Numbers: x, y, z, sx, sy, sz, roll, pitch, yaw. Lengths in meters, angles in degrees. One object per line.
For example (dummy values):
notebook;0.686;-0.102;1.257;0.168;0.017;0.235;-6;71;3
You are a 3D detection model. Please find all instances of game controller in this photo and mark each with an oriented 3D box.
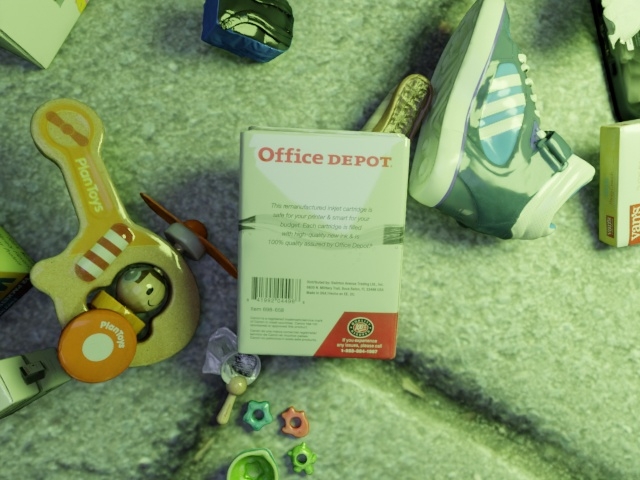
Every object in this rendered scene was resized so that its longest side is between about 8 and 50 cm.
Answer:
game controller;0.513;-0.317;0.713;0.167;0.067;0.319;-10;84;12

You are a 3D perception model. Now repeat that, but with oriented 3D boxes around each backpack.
backpack;-0.104;-0.313;0.671;0.120;0.101;0.098;6;88;-33

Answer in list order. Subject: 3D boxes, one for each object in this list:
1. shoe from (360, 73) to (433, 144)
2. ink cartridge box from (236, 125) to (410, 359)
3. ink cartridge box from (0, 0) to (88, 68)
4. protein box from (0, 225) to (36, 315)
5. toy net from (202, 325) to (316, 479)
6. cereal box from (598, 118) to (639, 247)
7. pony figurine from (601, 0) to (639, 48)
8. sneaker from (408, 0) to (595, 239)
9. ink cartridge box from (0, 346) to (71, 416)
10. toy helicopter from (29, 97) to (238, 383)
shoe;0.089;-0.136;0.682;0.077;0.058;0.219;32;90;-16
ink cartridge box;0.000;0.000;0.602;0.197;0.114;0.272;3;100;-1
ink cartridge box;-0.430;-0.422;0.622;0.198;0.197;0.270;28;84;1
protein box;-0.506;0.015;0.574;0.136;0.201;0.200;-45;87;-5
toy net;-0.090;0.226;0.642;0.122;0.045;0.232;-18;85;-3
cereal box;0.518;-0.095;0.663;0.240;0.047;0.173;-12;107;-3
pony figurine;0.427;-0.481;0.600;0.351;0.303;0.363;-37;55;-8
sneaker;0.273;-0.159;0.661;0.236;0.130;0.322;19;79;-9
ink cartridge box;-0.402;0.190;0.592;0.099;0.135;0.056;-31;87;-4
toy helicopter;-0.257;-0.013;0.612;0.235;0.140;0.355;-22;97;-26
